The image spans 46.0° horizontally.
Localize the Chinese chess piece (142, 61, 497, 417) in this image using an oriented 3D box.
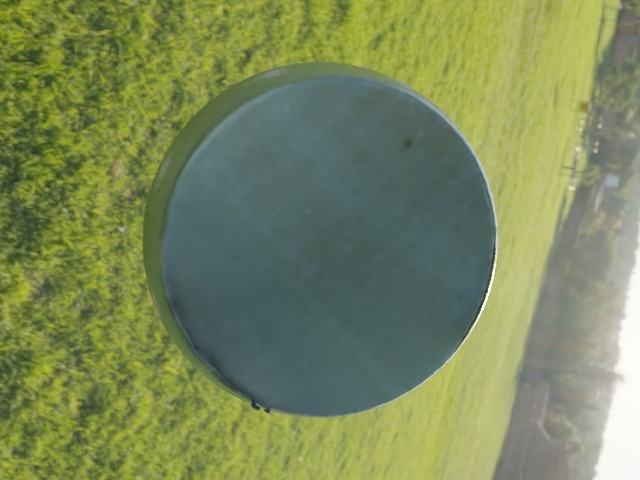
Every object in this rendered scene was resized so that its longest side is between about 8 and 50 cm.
[{"bbox_3d":[0.000,0.000,0.757,0.146,0.349,0.349,-140,-124,-76],"label":"Chinese chess piece"}]
